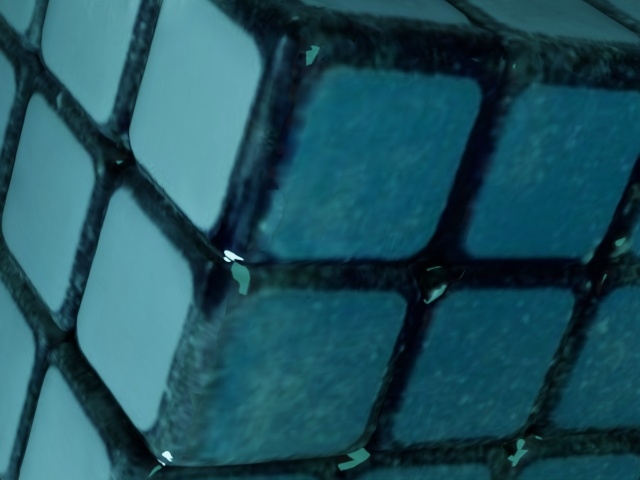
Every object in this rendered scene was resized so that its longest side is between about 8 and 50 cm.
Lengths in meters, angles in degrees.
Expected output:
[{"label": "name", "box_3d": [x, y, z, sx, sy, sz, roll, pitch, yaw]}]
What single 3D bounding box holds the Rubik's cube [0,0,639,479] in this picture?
[{"label": "Rubik's cube", "box_3d": [0.000, 0.000, 0.753, 0.344, 0.344, 0.337, -1, 120, -34]}]
